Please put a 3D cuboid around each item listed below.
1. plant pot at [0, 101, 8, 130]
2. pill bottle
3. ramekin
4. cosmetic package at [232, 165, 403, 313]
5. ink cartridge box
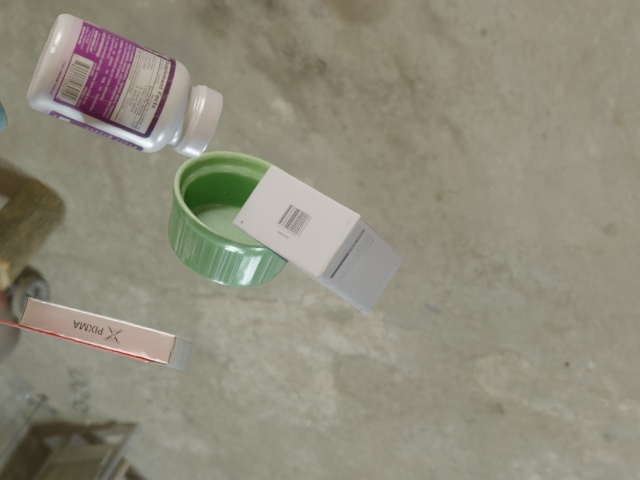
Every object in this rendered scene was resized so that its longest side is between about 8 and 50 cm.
[{"bbox_3d":[-0.807,-0.276,1.900,0.290,0.195,0.290,34,156,17],"label":"plant pot"},{"bbox_3d":[-0.326,-0.250,1.604,0.302,0.169,0.169,21,144,-22],"label":"pill bottle"},{"bbox_3d":[-0.182,-0.041,2.034,0.303,0.303,0.148,27,128,4],"label":"ramekin"},{"bbox_3d":[0.000,0.000,1.753,0.224,0.138,0.225,32,175,32],"label":"cosmetic package"},{"bbox_3d":[-0.376,0.153,1.592,0.275,0.060,0.239,14,170,8],"label":"ink cartridge box"}]
